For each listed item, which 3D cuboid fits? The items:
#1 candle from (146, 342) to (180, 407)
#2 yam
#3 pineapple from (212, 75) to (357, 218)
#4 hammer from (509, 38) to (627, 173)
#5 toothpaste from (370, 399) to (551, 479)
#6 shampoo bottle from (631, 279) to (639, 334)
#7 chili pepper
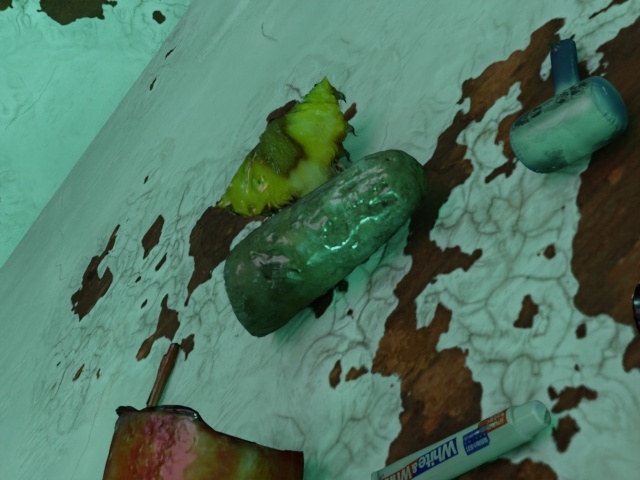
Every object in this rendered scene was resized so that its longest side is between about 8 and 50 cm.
[{"bbox_3d":[-0.265,0.246,1.214,0.026,0.021,0.167,-2,58,31],"label":"candle"},{"bbox_3d":[0.000,0.000,0.959,0.330,0.133,0.133,-36,37,29],"label":"yam"},{"bbox_3d":[-0.015,-0.097,1.114,0.249,0.164,0.140,-57,-8,-7],"label":"pineapple"},{"bbox_3d":[0.262,-0.160,0.802,0.116,0.069,0.193,-32,31,37],"label":"hammer"},{"bbox_3d":[0.122,0.205,0.699,0.218,0.033,0.052,-40,31,35],"label":"toothpaste"},{"bbox_3d":[0.341,0.028,0.474,0.278,0.104,0.104,-20,47,46],"label":"shampoo bottle"},{"bbox_3d":[-0.167,0.340,0.799,0.251,0.229,0.305,3,64,40],"label":"chili pepper"}]
